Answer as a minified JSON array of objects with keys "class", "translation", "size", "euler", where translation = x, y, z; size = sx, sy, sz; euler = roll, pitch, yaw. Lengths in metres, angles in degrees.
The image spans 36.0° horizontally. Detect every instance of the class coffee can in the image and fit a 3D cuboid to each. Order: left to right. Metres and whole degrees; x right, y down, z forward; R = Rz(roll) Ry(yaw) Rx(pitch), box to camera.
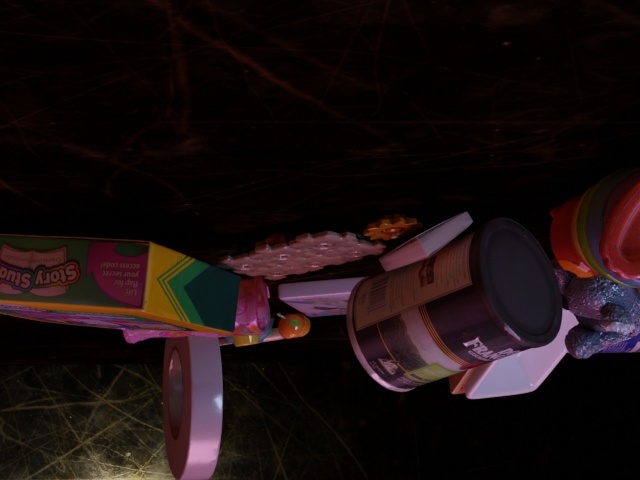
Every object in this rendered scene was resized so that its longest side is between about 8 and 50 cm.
[{"class":"coffee can","translation":[0.206,0.105,1.541],"size":[0.201,0.202,0.275],"euler":[9,154,-43]}]

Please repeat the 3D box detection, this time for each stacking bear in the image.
[{"class":"stacking bear","translation":[0.388,-0.011,1.260],"size":[0.175,0.164,0.289],"euler":[24,175,-10]}]

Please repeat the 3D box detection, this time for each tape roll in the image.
[{"class":"tape roll","translation":[-0.292,0.340,2.210],"size":[0.072,0.392,0.392],"euler":[0,168,-18]}]

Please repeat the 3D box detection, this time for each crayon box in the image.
[{"class":"crayon box","translation":[-0.347,0.066,1.470],"size":[0.362,0.106,0.313],"euler":[2,169,18]}]

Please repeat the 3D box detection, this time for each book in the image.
[{"class":"book","translation":[0.158,0.003,1.481],"size":[0.096,0.035,0.144],"euler":[-30,179,-24]}]

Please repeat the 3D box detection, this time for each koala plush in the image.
[{"class":"koala plush","translation":[0.493,0.086,1.708],"size":[0.203,0.196,0.221],"euler":[-19,163,17]}]

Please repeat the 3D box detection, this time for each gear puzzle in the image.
[{"class":"gear puzzle","translation":[0.000,0.000,1.507],"size":[0.339,0.044,0.175],"euler":[-15,162,36]}]

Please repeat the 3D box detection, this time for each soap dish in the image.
[{"class":"soap dish","translation":[0.397,0.182,1.965],"size":[0.229,0.118,0.291],"euler":[0,132,-35]}]

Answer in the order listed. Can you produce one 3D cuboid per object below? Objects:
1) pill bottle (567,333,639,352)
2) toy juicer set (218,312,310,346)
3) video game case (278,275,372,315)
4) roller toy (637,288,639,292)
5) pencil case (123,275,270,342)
[{"class":"pill bottle","translation":[0.601,0.174,2.184],"size":[0.264,0.153,0.153],"euler":[0,168,-14]},{"class":"toy juicer set","translation":[-0.135,0.190,2.268],"size":[0.209,0.090,0.329],"euler":[-7,174,-17]},{"class":"video game case","translation":[0.103,0.117,2.079],"size":[0.329,0.036,0.300],"euler":[-5,168,10]},{"class":"roller toy","translation":[0.644,0.051,1.621],"size":[0.209,0.146,0.191],"euler":[7,164,-37]},{"class":"pencil case","translation":[-0.240,0.128,1.874],"size":[0.284,0.124,0.124],"euler":[-4,168,10]}]
